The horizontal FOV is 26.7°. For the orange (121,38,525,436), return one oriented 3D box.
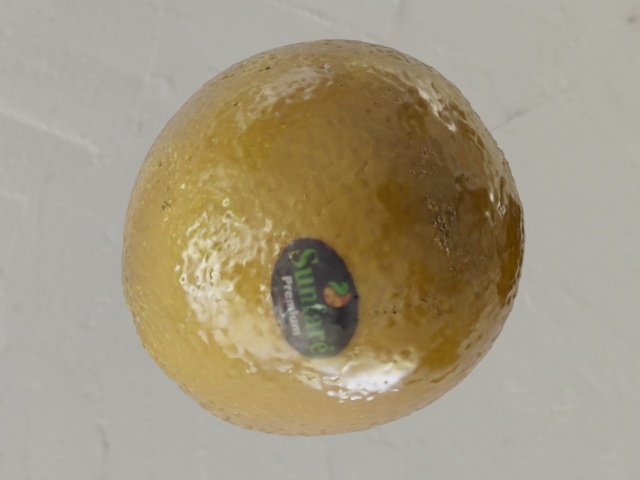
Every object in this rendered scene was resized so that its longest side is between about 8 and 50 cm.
[{"bbox_3d":[0.000,0.000,0.908,0.274,0.274,0.274,6,-105,-24],"label":"orange"}]
